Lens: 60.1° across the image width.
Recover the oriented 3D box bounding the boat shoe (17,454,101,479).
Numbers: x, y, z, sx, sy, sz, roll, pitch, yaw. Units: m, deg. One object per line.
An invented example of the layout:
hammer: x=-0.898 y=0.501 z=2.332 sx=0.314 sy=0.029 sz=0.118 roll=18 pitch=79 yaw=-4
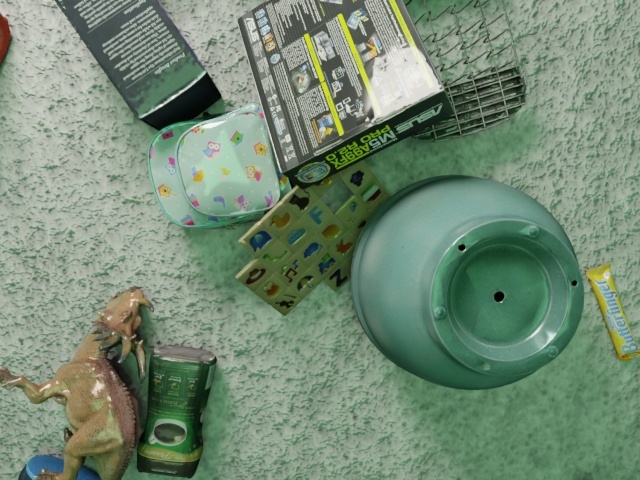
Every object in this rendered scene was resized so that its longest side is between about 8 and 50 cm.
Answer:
boat shoe: x=-0.338 y=0.420 z=0.811 sx=0.258 sy=0.109 sz=0.089 roll=37 pitch=95 yaw=-2

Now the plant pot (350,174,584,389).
plant pot: x=0.195 y=0.059 z=0.685 sx=0.293 sy=0.196 sz=0.293 roll=0 pitch=93 yaw=-4

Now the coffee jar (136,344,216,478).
coffee jar: x=-0.213 y=0.254 z=0.818 sx=0.096 sy=0.079 sz=0.184 roll=10 pitch=92 yaw=-4

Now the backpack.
backpack: x=-0.143 y=-0.097 z=0.771 sx=0.188 sy=0.144 sz=0.165 roll=-14 pitch=99 yaw=1

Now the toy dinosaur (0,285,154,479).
toy dinosaur: x=-0.301 y=0.226 z=0.774 sx=0.200 sy=0.127 sz=0.295 roll=-20 pitch=85 yaw=7

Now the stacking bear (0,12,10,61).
stacking bear: x=-0.614 y=-0.299 z=0.737 sx=0.289 sy=0.175 sz=0.164 roll=20 pitch=85 yaw=6

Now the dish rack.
dish rack: x=0.182 y=-0.286 z=0.809 sx=0.208 sy=0.074 sz=0.271 roll=-17 pitch=96 yaw=0

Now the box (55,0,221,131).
box: x=-0.242 y=-0.264 z=0.750 sx=0.108 sy=0.153 sz=0.207 roll=-35 pitch=95 yaw=-1

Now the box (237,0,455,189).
box: x=0.021 y=-0.229 z=0.712 sx=0.216 sy=0.060 sz=0.270 roll=-25 pitch=64 yaw=16

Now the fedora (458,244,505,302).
fedora: x=0.207 y=0.035 z=0.823 sx=0.194 sy=0.079 sz=0.194 roll=0 pitch=92 yaw=-5

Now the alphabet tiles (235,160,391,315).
alphabet tiles: x=0.000 y=0.000 z=0.788 sx=0.237 sy=0.009 sz=0.198 roll=-44 pitch=133 yaw=1

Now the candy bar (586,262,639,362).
candy bar: x=0.462 y=0.114 z=0.870 sx=0.040 sy=0.018 sz=0.161 roll=-22 pitch=93 yaw=-1
